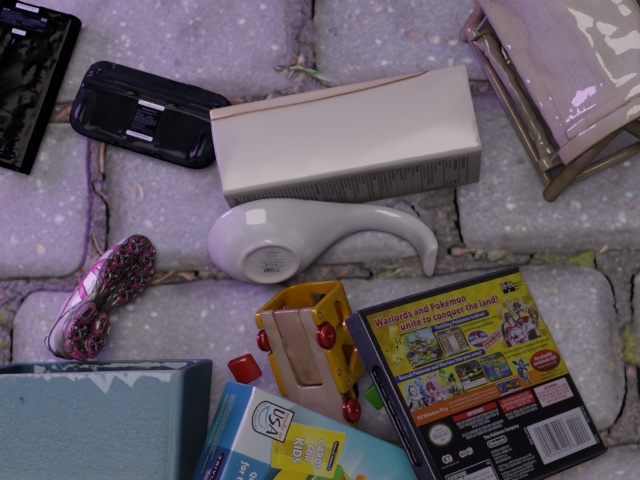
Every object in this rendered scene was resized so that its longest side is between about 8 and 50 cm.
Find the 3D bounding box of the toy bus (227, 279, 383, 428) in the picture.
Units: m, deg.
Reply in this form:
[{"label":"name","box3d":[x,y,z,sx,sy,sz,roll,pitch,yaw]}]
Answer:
[{"label":"toy bus","box3d":[0.006,0.145,1.936,0.191,0.202,0.104,36,38,9]}]

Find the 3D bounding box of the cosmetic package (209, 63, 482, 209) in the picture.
[{"label":"cosmetic package","box3d":[0.034,-0.113,1.965,0.309,0.160,0.113,-11,77,1]}]

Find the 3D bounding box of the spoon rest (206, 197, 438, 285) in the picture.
[{"label":"spoon rest","box3d":[0.000,0.000,1.974,0.276,0.137,0.084,1,46,-7]}]

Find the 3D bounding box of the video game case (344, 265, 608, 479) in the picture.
[{"label":"video game case","box3d":[0.183,0.169,1.869,0.275,0.035,0.248,-13,73,-41]}]

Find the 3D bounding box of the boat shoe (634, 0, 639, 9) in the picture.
[{"label":"boat shoe","box3d":[0.438,-0.221,1.987,0.102,0.108,0.301,-26,70,0]}]

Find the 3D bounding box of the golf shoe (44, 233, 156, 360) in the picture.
[{"label":"golf shoe","box3d":[-0.275,0.064,1.996,0.086,0.067,0.186,2,50,48]}]

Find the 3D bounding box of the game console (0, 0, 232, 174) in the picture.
[{"label":"game console","box3d":[-0.296,-0.169,2.064,0.361,0.044,0.213,17,81,9]}]

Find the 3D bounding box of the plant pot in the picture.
[{"label":"plant pot","box3d":[-0.260,0.269,1.874,0.248,0.247,0.252,-1,89,4]}]

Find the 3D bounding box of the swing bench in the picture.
[{"label":"swing bench","box3d":[0.289,-0.215,1.916,0.165,0.255,0.253,-26,77,-1]}]

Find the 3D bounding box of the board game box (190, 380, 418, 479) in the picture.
[{"label":"board game box","box3d":[0.006,0.335,1.822,0.336,0.079,0.254,25,79,-25]}]
